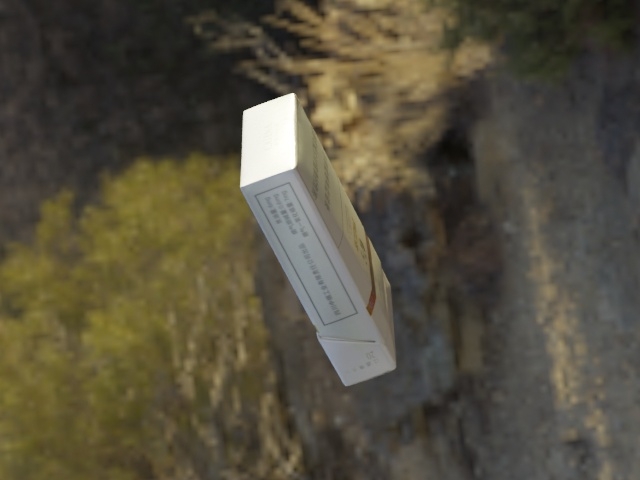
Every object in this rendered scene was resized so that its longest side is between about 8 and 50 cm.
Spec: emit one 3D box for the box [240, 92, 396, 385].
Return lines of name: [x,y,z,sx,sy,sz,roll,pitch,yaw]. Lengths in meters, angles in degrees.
box: [0.001,0.000,1.032,0.084,0.040,0.154,-95,-17,-56]
